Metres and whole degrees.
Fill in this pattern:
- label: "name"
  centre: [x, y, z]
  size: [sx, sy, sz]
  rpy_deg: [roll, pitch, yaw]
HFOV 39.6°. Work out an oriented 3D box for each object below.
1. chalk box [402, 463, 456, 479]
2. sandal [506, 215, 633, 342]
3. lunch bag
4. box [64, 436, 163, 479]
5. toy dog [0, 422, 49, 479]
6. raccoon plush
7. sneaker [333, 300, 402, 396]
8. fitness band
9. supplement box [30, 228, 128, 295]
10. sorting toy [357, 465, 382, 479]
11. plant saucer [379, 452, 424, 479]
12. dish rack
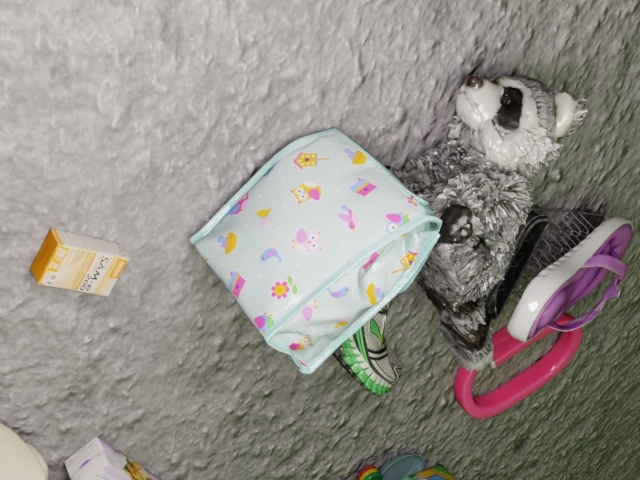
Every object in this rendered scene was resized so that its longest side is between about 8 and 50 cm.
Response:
- label: "chalk box"
  centre: [0.197, 0.578, 1.749]
  size: [0.180, 0.179, 0.289]
  rpy_deg: [-49, 156, 11]
- label: "sandal"
  centre: [0.444, 0.085, 1.493]
  size: [0.416, 0.102, 0.169]
  rpy_deg: [-27, 145, -44]
- label: "lunch bag"
  centre: [0.000, 0.000, 1.151]
  size: [0.262, 0.223, 0.160]
  rpy_deg: [-42, 144, -1]
- label: "box"
  centre: [-0.278, 0.410, 1.406]
  size: [0.067, 0.063, 0.324]
  rpy_deg: [-37, 138, -2]
- label: "toy dog"
  centre: [-0.556, 0.396, 1.080]
  size: [0.408, 0.284, 0.395]
  rpy_deg: [-49, 174, 6]
- label: "raccoon plush"
  centre: [0.254, -0.045, 1.332]
  size: [0.299, 0.216, 0.446]
  rpy_deg: [-37, 143, -13]
- label: "sneaker"
  centre: [0.066, 0.118, 1.364]
  size: [0.146, 0.134, 0.344]
  rpy_deg: [-37, 137, -6]
- label: "fitness band"
  centre: [0.397, 0.245, 1.771]
  size: [0.290, 0.054, 0.209]
  rpy_deg: [-30, 137, -11]
- label: "supplement box"
  centre: [-0.296, 0.028, 1.095]
  size: [0.098, 0.036, 0.062]
  rpy_deg: [15, 115, -43]
- label: "sorting toy"
  centre: [0.023, 0.552, 1.757]
  size: [0.274, 0.046, 0.132]
  rpy_deg: [-41, 138, -1]
- label: "plant saucer"
  centre: [0.157, 0.472, 1.808]
  size: [0.119, 0.021, 0.119]
  rpy_deg: [-20, 134, -23]
- label: "dish rack"
  centre: [0.402, 0.035, 1.585]
  size: [0.271, 0.074, 0.208]
  rpy_deg: [1, 124, -37]
